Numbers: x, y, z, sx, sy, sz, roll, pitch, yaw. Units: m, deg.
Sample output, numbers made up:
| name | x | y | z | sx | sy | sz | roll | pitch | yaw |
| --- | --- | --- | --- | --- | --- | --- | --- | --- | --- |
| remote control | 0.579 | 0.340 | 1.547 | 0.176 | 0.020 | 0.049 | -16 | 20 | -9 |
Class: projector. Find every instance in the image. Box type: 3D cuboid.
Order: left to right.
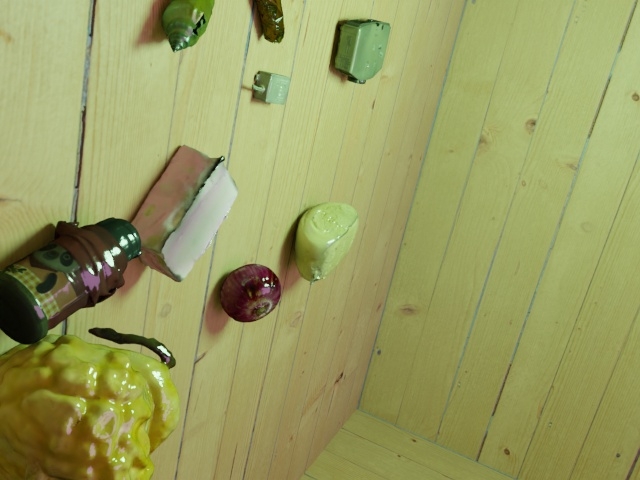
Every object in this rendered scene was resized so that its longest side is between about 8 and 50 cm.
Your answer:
| name | x | y | z | sx | sy | sz | roll | pitch | yaw |
| --- | --- | --- | --- | --- | --- | --- | --- | --- | --- |
| projector | 0.129 | -0.601 | 2.010 | 0.269 | 0.088 | 0.194 | -34 | 140 | -58 |

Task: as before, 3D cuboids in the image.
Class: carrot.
| name | x | y | z | sx | sy | sz | roll | pitch | yaw |
| --- | --- | --- | --- | --- | --- | --- | --- | --- | --- |
| carrot | -0.122 | -0.556 | 1.443 | 0.069 | 0.069 | 0.229 | -60 | 158 | -27 |

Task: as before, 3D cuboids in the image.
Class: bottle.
| name | x | y | z | sx | sy | sz | roll | pitch | yaw |
| --- | --- | --- | --- | --- | --- | --- | --- | --- | --- |
| bottle | -0.430 | 0.048 | 1.084 | 0.271 | 0.143 | 0.156 | -44 | 108 | -46 |

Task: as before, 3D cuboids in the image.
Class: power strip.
| name | x | y | z | sx | sy | sz | roll | pitch | yaw |
| --- | --- | --- | --- | --- | --- | --- | --- | --- | --- |
| power strip | -0.131 | -0.385 | 1.595 | 0.175 | 0.042 | 0.075 | -21 | 129 | -65 |

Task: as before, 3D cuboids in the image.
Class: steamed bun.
| name | x | y | z | sx | sy | sz | roll | pitch | yaw |
| --- | --- | --- | --- | --- | --- | --- | --- | --- | --- |
| steamed bun | 0.000 | 0.000 | 2.128 | 0.273 | 0.166 | 0.232 | -46 | 161 | -39 |

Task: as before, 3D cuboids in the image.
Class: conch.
| name | x | y | z | sx | sy | sz | roll | pitch | yaw |
| --- | --- | --- | --- | --- | --- | --- | --- | --- | --- |
| conch | -0.250 | -0.426 | 1.214 | 0.201 | 0.079 | 0.095 | -63 | 179 | -45 |

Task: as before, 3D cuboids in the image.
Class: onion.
| name | x | y | z | sx | sy | sz | roll | pitch | yaw |
| --- | --- | --- | --- | --- | --- | --- | --- | --- | --- |
| onion | -0.197 | 0.146 | 1.767 | 0.177 | 0.153 | 0.177 | -49 | 160 | -26 |

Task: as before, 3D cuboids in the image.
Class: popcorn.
| name | x | y | z | sx | sy | sz | roll | pitch | yaw |
| --- | --- | --- | --- | --- | --- | --- | --- | --- | --- |
| popcorn | -0.405 | 0.298 | 1.110 | 0.381 | 0.349 | 0.349 | -43 | 146 | -46 |

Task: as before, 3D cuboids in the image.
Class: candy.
| name | x | y | z | sx | sy | sz | roll | pitch | yaw |
| --- | --- | --- | --- | --- | --- | --- | --- | --- | --- |
| candy | -0.293 | -0.058 | 1.365 | 0.265 | 0.115 | 0.155 | -63 | 160 | -21 |
